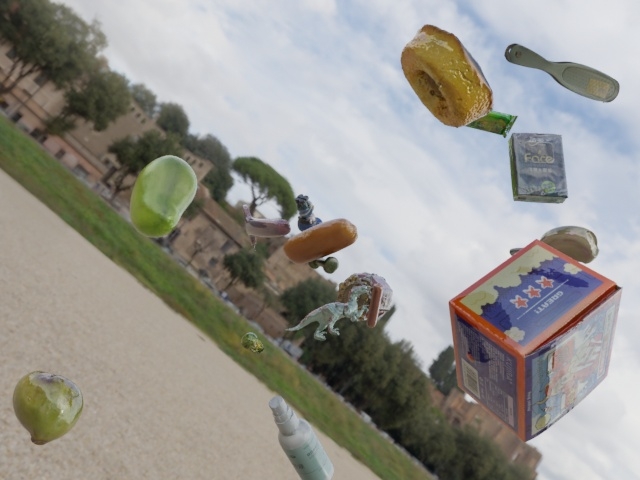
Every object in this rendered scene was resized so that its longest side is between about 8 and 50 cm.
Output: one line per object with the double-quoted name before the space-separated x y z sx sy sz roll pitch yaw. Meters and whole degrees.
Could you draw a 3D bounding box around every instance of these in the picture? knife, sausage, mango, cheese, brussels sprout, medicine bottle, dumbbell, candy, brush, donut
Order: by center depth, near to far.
"donut" 0.285 -0.372 1.457 0.253 0.118 0.253 55 -3 4
"knife" -0.142 -0.023 1.550 0.278 0.053 0.123 8 -64 66
"brush" 0.590 -0.415 1.563 0.297 0.060 0.068 33 -56 26
"mango" -0.420 -0.113 1.705 0.293 0.175 0.143 -91 157 -50
"brussels sprout" -0.188 0.283 1.755 0.051 0.046 0.083 34 -18 31
"sausage" 0.000 0.000 1.832 0.238 0.098 0.098 -21 -53 31
"dumbbell" 0.007 0.065 1.875 0.046 0.052 0.118 48 -15 -24
"sausage" 0.168 0.201 1.982 0.030 0.147 0.035 13 16 13
"medicine bottle" -0.069 0.619 1.990 0.110 0.110 0.351 24 -35 54
"candy" 0.520 -0.381 2.028 0.178 0.032 0.102 14 -26 -1
"cheese" 0.783 0.029 2.172 0.286 0.082 0.163 -13 -49 39

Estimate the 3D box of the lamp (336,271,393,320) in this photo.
"lamp" 0.159 0.199 2.287 0.177 0.177 0.274 37 8 18

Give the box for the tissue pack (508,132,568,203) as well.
"tissue pack" 0.711 -0.237 2.102 0.173 0.235 0.073 4 -22 0

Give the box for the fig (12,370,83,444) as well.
"fig" -0.532 0.318 1.256 0.136 0.120 0.153 34 -2 -27

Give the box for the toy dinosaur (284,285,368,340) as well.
"toy dinosaur" 0.018 0.212 1.847 0.242 0.167 0.053 -10 -41 11

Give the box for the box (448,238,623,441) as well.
"box" 0.528 0.248 1.592 0.257 0.319 0.348 40 -27 45

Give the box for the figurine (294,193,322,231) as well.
"figurine" -0.050 -0.093 2.339 0.086 0.087 0.149 17 -39 35
